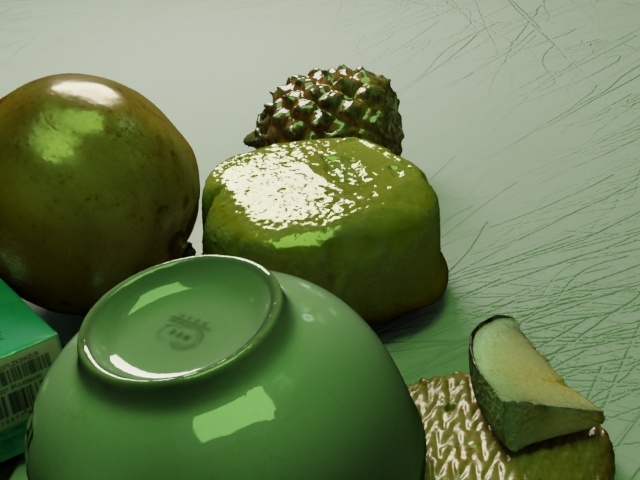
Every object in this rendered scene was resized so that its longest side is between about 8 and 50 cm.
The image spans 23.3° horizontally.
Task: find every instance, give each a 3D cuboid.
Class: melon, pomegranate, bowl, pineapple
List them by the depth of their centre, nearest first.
[{"bbox_3d":[-0.096,0.135,1.305,0.353,0.185,0.354,-10,33,7],"label":"bowl"},{"bbox_3d":[0.174,0.119,1.406,0.098,0.054,0.182,-8,28,-17],"label":"melon"},{"bbox_3d":[-0.243,-0.048,1.613,0.264,0.264,0.264,-4,29,2],"label":"pomegranate"},{"bbox_3d":[-0.001,-0.129,1.855,0.193,0.166,0.166,-6,28,18],"label":"pineapple"}]

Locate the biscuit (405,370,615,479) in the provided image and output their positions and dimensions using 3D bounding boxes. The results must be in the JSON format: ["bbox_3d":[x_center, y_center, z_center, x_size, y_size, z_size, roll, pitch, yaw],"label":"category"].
[{"bbox_3d":[0.134,0.195,1.361,0.254,0.035,0.254,-4,28,2],"label":"biscuit"}]

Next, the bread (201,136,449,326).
[{"bbox_3d":[0.000,0.000,1.623,0.269,0.148,0.270,-1,32,1],"label":"bread"}]

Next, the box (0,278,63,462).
[{"bbox_3d":[-0.392,0.112,1.506,0.205,0.118,0.311,-20,31,-27],"label":"box"}]

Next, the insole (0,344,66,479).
[{"bbox_3d":[-0.293,0.170,1.508,0.086,0.005,0.253,3,29,17],"label":"insole"}]
